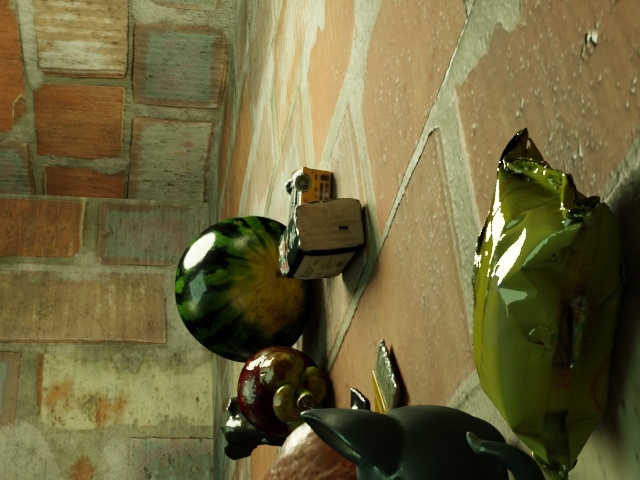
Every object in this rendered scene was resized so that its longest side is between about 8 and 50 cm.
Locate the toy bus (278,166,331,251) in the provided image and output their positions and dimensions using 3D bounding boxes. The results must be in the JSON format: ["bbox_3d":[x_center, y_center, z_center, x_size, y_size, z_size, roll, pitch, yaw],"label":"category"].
[{"bbox_3d":[-0.022,-0.038,1.692,0.069,0.074,0.162,171,103,-71],"label":"toy bus"}]

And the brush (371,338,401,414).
[{"bbox_3d":[0.071,0.266,1.316,0.103,0.013,0.272,-105,20,-58],"label":"brush"}]

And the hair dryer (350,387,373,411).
[{"bbox_3d":[0.034,0.271,1.306,0.248,0.077,0.196,-154,63,-78],"label":"hair dryer"}]

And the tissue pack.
[{"bbox_3d":[-0.001,0.000,1.509,0.170,0.103,0.091,121,142,-69],"label":"tissue pack"}]

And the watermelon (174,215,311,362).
[{"bbox_3d":[-0.136,0.088,1.816,0.269,0.268,0.269,-178,90,-79],"label":"watermelon"}]

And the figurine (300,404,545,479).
[{"bbox_3d":[0.102,0.203,0.786,0.265,0.193,0.140,171,103,-66],"label":"figurine"}]

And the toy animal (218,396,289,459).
[{"bbox_3d":[-0.118,0.360,1.910,0.245,0.146,0.115,124,148,-68],"label":"toy animal"}]

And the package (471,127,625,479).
[{"bbox_3d":[0.158,0.045,0.723,0.168,0.090,0.226,-107,19,-68],"label":"package"}]

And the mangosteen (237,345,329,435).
[{"bbox_3d":[-0.047,0.240,1.650,0.181,0.156,0.146,-28,28,45],"label":"mangosteen"}]

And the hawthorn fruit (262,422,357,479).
[{"bbox_3d":[0.043,0.287,0.961,0.299,0.211,0.211,-126,40,-72],"label":"hawthorn fruit"}]
